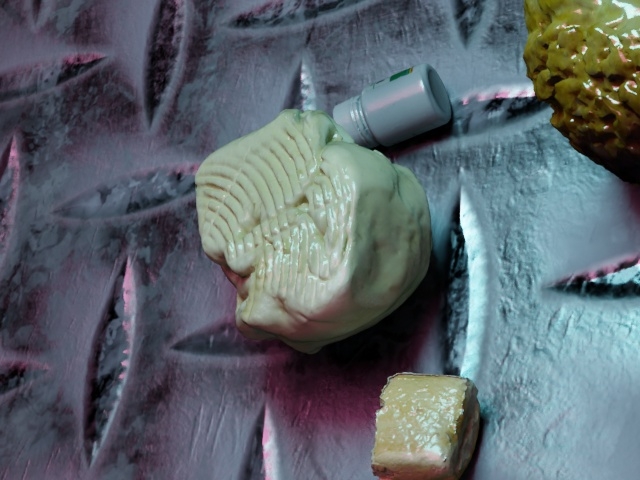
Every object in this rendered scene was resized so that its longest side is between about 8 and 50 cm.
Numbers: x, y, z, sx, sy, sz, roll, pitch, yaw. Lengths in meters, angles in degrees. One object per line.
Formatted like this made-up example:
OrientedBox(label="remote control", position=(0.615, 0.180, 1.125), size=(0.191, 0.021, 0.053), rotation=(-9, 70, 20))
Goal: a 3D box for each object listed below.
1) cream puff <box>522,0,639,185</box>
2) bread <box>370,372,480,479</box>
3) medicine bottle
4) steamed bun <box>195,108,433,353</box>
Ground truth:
OrientedBox(label="cream puff", position=(0.356, -0.171, 1.586), size=(0.343, 0.327, 0.231), rotation=(22, 77, -2))
OrientedBox(label="bread", position=(0.113, 0.210, 1.679), size=(0.106, 0.082, 0.125), rotation=(3, 54, 23))
OrientedBox(label="medicine bottle", position=(0.087, -0.159, 1.915), size=(0.130, 0.080, 0.080), rotation=(-20, 54, 22))
OrientedBox(label="steamed bun", position=(0.000, -0.003, 1.807), size=(0.289, 0.203, 0.276), rotation=(-7, 68, 46))
